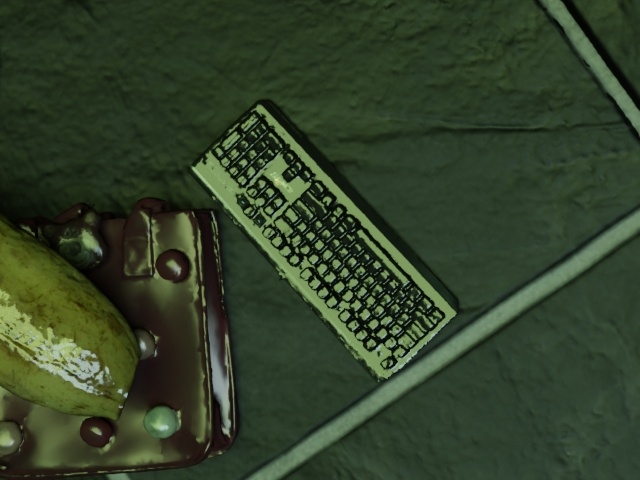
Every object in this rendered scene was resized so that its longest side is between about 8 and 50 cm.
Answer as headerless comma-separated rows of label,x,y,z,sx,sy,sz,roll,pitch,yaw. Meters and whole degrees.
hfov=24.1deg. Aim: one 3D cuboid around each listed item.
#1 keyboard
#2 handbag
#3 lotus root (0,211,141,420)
keyboard,0.000,0.000,1.158,0.093,0.025,0.230,-44,83,8
handbag,-0.175,0.078,1.175,0.203,0.074,0.216,-5,91,12
lotus root,-0.242,0.040,1.106,0.258,0.097,0.110,31,94,7
